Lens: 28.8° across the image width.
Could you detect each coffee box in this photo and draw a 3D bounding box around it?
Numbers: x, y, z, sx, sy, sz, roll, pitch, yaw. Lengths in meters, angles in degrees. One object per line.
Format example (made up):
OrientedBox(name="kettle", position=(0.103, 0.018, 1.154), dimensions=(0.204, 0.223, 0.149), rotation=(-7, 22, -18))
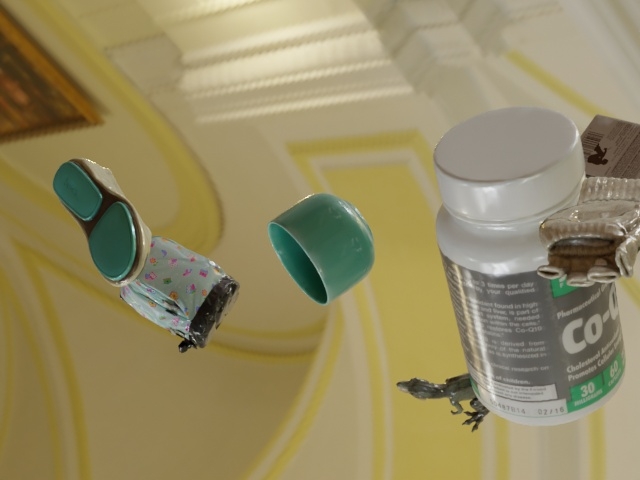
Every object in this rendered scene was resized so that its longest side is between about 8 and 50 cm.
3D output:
OrientedBox(name="coffee box", position=(0.541, -0.076, 1.917), dimensions=(0.297, 0.168, 0.119), rotation=(23, -108, 49))

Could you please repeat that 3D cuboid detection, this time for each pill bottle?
OrientedBox(name="pill bottle", position=(0.254, 0.033, 1.527), dimensions=(0.204, 0.361, 0.204), rotation=(-12, -147, 8))

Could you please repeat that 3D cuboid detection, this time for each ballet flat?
OrientedBox(name="ballet flat", position=(-0.251, -0.020, 1.532), dimensions=(0.086, 0.086, 0.248), rotation=(-41, -133, 4))

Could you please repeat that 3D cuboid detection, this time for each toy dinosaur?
OrientedBox(name="toy dinosaur", position=(0.249, 0.214, 1.803), dimensions=(0.268, 0.118, 0.064), rotation=(-15, -127, 1))

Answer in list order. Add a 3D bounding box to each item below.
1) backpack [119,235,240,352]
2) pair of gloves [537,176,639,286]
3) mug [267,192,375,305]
OrientedBox(name="backpack", position=(-0.235, 0.076, 2.025), dimensions=(0.152, 0.182, 0.115), rotation=(-55, 170, -43))
OrientedBox(name="pair of gloves", position=(0.306, -0.015, 1.036), dimensions=(0.240, 0.042, 0.204), rotation=(4, -154, 29))
OrientedBox(name="mug", position=(0.001, -0.003, 1.599), dimensions=(0.097, 0.129, 0.158), rotation=(-34, -129, -16))
